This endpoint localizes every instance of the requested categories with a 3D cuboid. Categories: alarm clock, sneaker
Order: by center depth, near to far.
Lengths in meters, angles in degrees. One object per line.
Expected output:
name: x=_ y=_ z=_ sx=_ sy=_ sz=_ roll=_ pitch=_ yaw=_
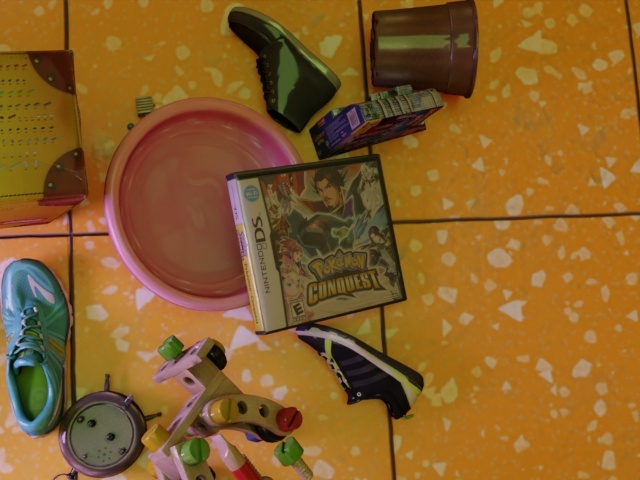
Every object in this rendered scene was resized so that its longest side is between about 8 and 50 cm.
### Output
sneaker: x=-0.428 y=0.158 z=1.318 sx=0.107 sy=0.110 sz=0.275 roll=-8 pitch=82 yaw=-9
alarm clock: x=-0.343 y=0.311 z=1.333 sx=0.129 sy=0.064 sz=0.192 roll=36 pitch=81 yaw=-2
sneaker: x=0.056 y=0.212 z=1.393 sx=0.235 sy=0.084 sz=0.097 roll=28 pitch=81 yaw=-3
sneaker: x=-0.084 y=-0.285 z=1.450 sx=0.222 sy=0.083 sz=0.118 roll=37 pitch=78 yaw=-2

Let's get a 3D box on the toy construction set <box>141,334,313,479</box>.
toy construction set: x=-0.162 y=0.260 z=1.231 sx=0.257 sy=0.309 sz=0.237 roll=-39 pitch=102 yaw=-21

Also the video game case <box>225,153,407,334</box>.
video game case: x=0.000 y=0.000 z=1.381 sx=0.275 sy=0.035 sz=0.248 roll=-11 pitch=89 yaw=-31

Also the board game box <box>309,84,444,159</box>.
board game box: x=0.108 y=-0.205 z=1.434 sx=0.194 sy=0.194 sz=0.060 roll=-16 pitch=85 yaw=-25

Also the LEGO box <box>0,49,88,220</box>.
LEGO box: x=-0.588 y=-0.106 z=1.136 sx=0.501 sy=0.372 sz=0.193 roll=-7 pitch=89 yaw=-25

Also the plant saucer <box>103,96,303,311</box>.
plant saucer: x=-0.176 y=-0.054 z=1.367 sx=0.332 sy=0.084 sz=0.332 roll=3 pitch=82 yaw=-25

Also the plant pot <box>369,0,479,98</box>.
plant pot: x=0.168 y=-0.319 z=1.460 sx=0.165 sy=0.167 sz=0.166 roll=-1 pitch=81 yaw=-1

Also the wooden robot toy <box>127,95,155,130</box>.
wooden robot toy: x=-0.280 y=-0.152 z=1.403 sx=0.076 sy=0.079 sz=0.173 roll=8 pitch=81 yaw=-7
